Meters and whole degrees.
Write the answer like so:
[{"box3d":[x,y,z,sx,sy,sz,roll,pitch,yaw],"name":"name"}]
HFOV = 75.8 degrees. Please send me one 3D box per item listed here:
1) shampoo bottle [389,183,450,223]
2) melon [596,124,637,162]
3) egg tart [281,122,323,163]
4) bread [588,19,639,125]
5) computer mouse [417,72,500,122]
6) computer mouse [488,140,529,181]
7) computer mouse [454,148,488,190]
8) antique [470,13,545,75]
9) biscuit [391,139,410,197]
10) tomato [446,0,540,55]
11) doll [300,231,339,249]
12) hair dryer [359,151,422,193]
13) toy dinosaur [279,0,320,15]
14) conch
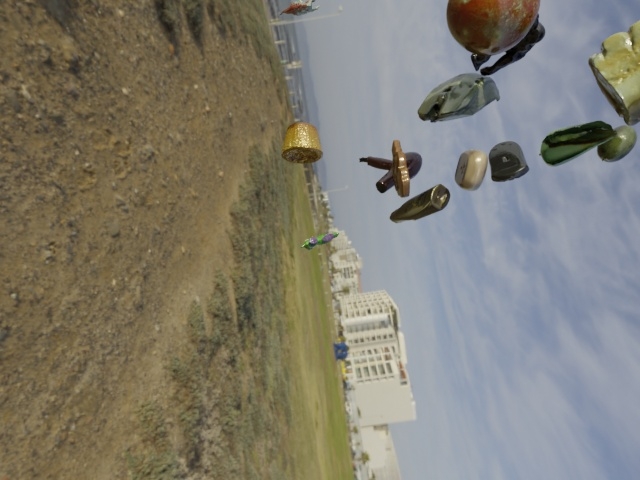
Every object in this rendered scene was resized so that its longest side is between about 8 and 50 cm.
[{"box3d":[0.412,-0.140,1.761,0.125,0.084,0.350,-59,-169,-18],"name":"shampoo bottle"},{"box3d":[1.171,-0.379,1.631,0.114,0.167,0.114,41,3,-2],"name":"melon"},{"box3d":[-0.085,-0.465,1.968,0.202,0.203,0.147,77,13,-76],"name":"egg tart"},{"box3d":[1.068,-0.554,1.281,0.210,0.341,0.300,21,46,-44],"name":"bread"},{"box3d":[0.560,-0.587,1.657,0.228,0.429,0.145,14,-52,45],"name":"computer mouse"},{"box3d":[0.754,-0.303,1.655,0.086,0.138,0.269,56,32,-28],"name":"computer mouse"},{"box3d":[0.538,-0.250,1.462,0.236,0.082,0.145,-50,151,-75],"name":"computer mouse"},{"box3d":[0.637,-0.785,1.476,0.322,0.255,0.185,60,29,-19],"name":"antique"},{"box3d":[0.312,-0.277,1.642,0.295,0.044,0.185,-89,171,-57],"name":"biscuit"},{"box3d":[0.530,-0.703,1.289,0.270,0.270,0.222,-97,-179,-48],"name":"tomato"},{"box3d":[0.000,0.000,1.791,0.050,0.190,0.115,69,-23,3],"name":"doll"},{"box3d":[0.282,-0.341,1.957,0.341,0.313,0.123,21,-44,42],"name":"hair dryer"},{"box3d":[-0.101,-0.930,1.651,0.167,0.242,0.053,-43,133,-41],"name":"toy dinosaur"},{"box3d":[0.962,-0.383,1.582,0.143,0.137,0.250,53,-25,-1],"name":"conch"}]
